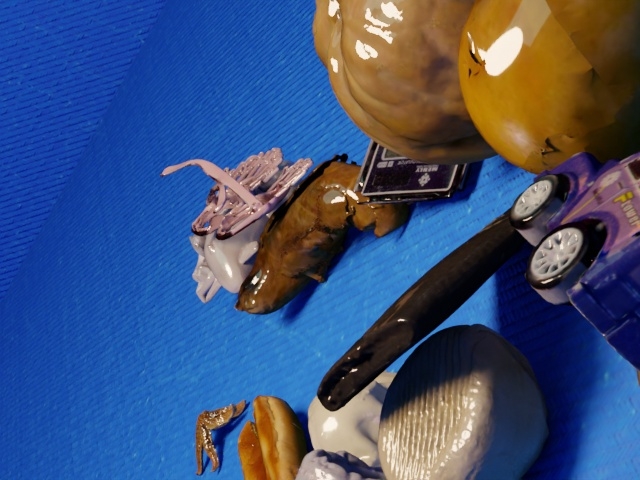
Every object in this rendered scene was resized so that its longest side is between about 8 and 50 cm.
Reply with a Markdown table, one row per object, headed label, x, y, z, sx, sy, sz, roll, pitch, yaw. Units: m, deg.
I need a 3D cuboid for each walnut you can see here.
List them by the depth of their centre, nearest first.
| label | x | y | z | sx | sy | sz | roll | pitch | yaw |
| --- | --- | --- | --- | --- | --- | --- | --- | --- | --- |
| walnut | 0.134 | -0.223 | 1.684 | 0.296 | 0.285 | 0.285 | 154 | 139 | -79 |

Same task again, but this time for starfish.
| label | x | y | z | sx | sy | sz | roll | pitch | yaw |
| --- | --- | --- | --- | --- | --- | --- | --- | --- | --- |
| starfish | -0.152 | 0.254 | 2.145 | 0.133 | 0.041 | 0.130 | -62 | 19 | 6 |

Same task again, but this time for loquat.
| label | x | y | z | sx | sy | sz | roll | pitch | yaw |
| --- | --- | --- | --- | --- | --- | --- | --- | --- | --- |
| loquat | 0.240 | -0.165 | 1.412 | 0.235 | 0.235 | 0.235 | -50 | 25 | 33 |

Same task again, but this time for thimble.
| label | x | y | z | sx | sy | sz | roll | pitch | yaw |
| --- | --- | --- | --- | --- | --- | --- | --- | --- | --- |
| thimble | 0.038 | 0.272 | 1.501 | 0.127 | 0.151 | 0.118 | 20 | 88 | 60 |

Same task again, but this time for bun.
| label | x | y | z | sx | sy | sz | roll | pitch | yaw |
| --- | --- | --- | --- | --- | --- | --- | --- | --- | --- |
| bun | 0.139 | 0.167 | 1.436 | 0.166 | 0.113 | 0.173 | 13 | 79 | 59 |

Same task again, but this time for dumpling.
| label | x | y | z | sx | sy | sz | roll | pitch | yaw |
| --- | --- | --- | --- | --- | --- | --- | --- | --- | --- |
| dumpling | 0.056 | 0.189 | 1.666 | 0.134 | 0.100 | 0.169 | -22 | 7 | 10 |

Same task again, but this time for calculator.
| label | x | y | z | sx | sy | sz | roll | pitch | yaw |
| --- | --- | --- | --- | --- | --- | --- | --- | --- | --- |
| calculator | 0.136 | -0.165 | 1.866 | 0.165 | 0.028 | 0.274 | -2 | 62 | 42 |

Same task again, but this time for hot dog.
| label | x | y | z | sx | sy | sz | roll | pitch | yaw |
| --- | --- | --- | --- | --- | --- | --- | --- | --- | --- |
| hot dog | -0.047 | 0.260 | 1.844 | 0.249 | 0.068 | 0.100 | -111 | 39 | -66 |

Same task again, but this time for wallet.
| label | x | y | z | sx | sy | sz | roll | pitch | yaw |
| --- | --- | --- | --- | --- | --- | --- | --- | --- | --- |
| wallet | 0.125 | 0.037 | 1.502 | 0.321 | 0.044 | 0.170 | -40 | -4 | -43 |

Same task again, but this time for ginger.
| label | x | y | z | sx | sy | sz | roll | pitch | yaw |
| --- | --- | --- | --- | --- | --- | --- | --- | --- | --- |
| ginger | -0.001 | -0.014 | 2.008 | 0.309 | 0.107 | 0.133 | -38 | 57 | 49 |

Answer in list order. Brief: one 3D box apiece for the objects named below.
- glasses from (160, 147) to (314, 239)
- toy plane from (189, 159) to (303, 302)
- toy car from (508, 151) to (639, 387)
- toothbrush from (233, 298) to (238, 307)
| label | x | y | z | sx | sy | sz | roll | pitch | yaw |
| --- | --- | --- | --- | --- | --- | --- | --- | --- | --- |
| glasses | -0.106 | -0.083 | 2.080 | 0.162 | 0.095 | 0.255 | -36 | 20 | -15 |
| toy plane | -0.100 | -0.003 | 2.208 | 0.245 | 0.117 | 0.245 | -50 | 16 | 20 |
| toy car | 0.265 | 0.009 | 1.265 | 0.158 | 0.172 | 0.235 | -40 | 25 | 16 |
| toothbrush | -0.094 | 0.041 | 2.295 | 0.013 | 0.011 | 0.131 | 23 | 87 | 49 |
